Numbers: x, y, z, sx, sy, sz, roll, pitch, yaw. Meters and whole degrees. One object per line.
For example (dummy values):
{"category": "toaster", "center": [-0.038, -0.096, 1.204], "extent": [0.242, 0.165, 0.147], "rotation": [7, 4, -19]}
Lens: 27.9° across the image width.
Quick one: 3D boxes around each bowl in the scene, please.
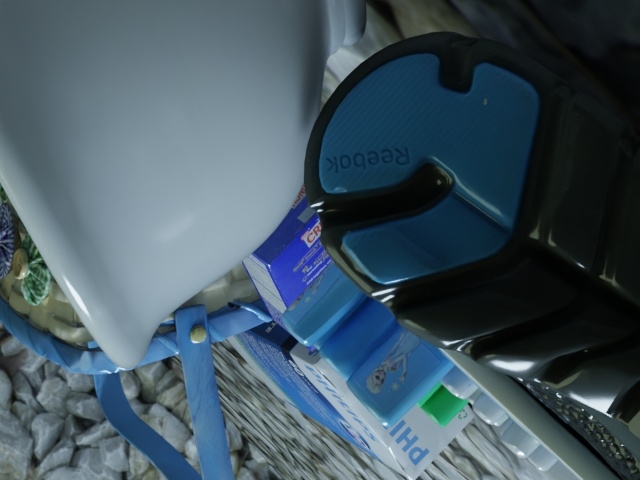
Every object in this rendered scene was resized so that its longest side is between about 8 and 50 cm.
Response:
{"category": "bowl", "center": [-0.072, -0.115, 0.471], "extent": [0.298, 0.134, 0.298], "rotation": [156, 90, -85]}

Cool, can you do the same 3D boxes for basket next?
{"category": "basket", "center": [-0.144, 0.045, 0.998], "extent": [0.255, 0.201, 0.289], "rotation": [22, 127, 58]}

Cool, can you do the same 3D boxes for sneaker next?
{"category": "sneaker", "center": [0.151, 0.047, 0.461], "extent": [0.341, 0.125, 0.139], "rotation": [43, -167, 3]}

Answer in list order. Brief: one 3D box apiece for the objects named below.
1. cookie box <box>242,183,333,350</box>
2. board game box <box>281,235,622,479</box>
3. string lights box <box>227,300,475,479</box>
{"category": "cookie box", "center": [0.000, 0.000, 0.764], "extent": [0.040, 0.092, 0.107], "rotation": [35, 162, 30]}
{"category": "board game box", "center": [0.156, 0.164, 0.664], "extent": [0.390, 0.050, 0.390], "rotation": [43, 180, 12]}
{"category": "string lights box", "center": [0.002, 0.093, 1.058], "extent": [0.133, 0.077, 0.259], "rotation": [52, 166, -23]}
